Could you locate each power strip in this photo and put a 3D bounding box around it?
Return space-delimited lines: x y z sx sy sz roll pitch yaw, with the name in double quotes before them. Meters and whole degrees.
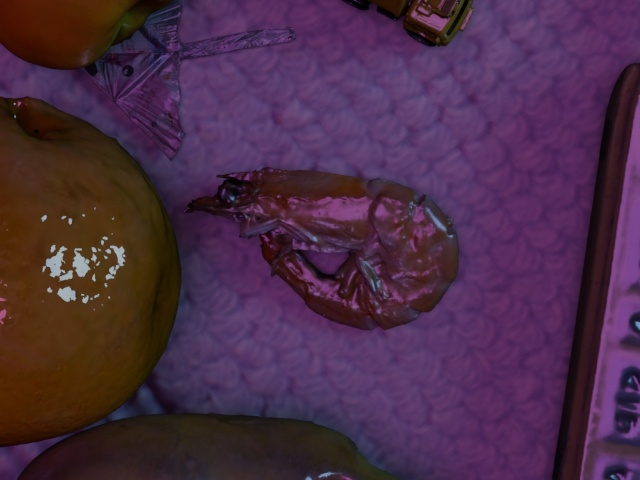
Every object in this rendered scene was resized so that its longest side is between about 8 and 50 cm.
"power strip" 0.203 0.050 0.732 0.092 0.066 0.388 8 93 4

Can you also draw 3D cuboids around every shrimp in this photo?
"shrimp" 0.000 0.000 0.772 0.180 0.041 0.099 14 109 5

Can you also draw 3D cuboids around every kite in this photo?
"kite" -0.092 -0.120 0.788 0.152 0.005 0.137 2 92 7

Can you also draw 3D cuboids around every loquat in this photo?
"loquat" -0.184 0.019 0.708 0.208 0.208 0.208 0 93 7

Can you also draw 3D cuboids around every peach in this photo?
"peach" -0.153 -0.178 0.733 0.138 0.138 0.138 0 93 7

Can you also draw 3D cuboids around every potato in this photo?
"potato" -0.044 0.202 0.730 0.296 0.141 0.192 9 98 0

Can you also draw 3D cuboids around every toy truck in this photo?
"toy truck" 0.055 -0.156 0.744 0.083 0.054 0.049 28 95 4
